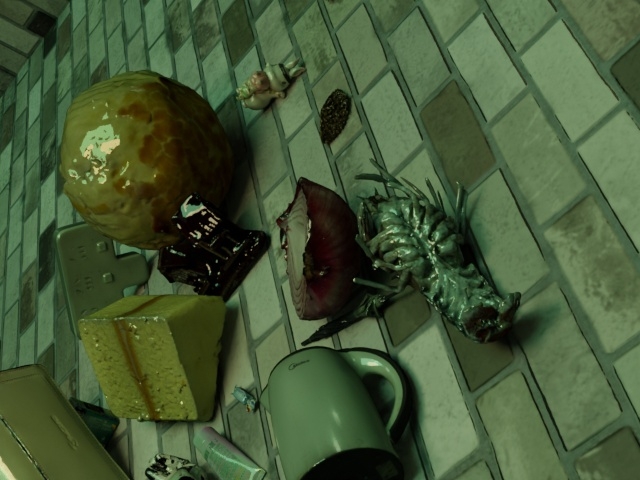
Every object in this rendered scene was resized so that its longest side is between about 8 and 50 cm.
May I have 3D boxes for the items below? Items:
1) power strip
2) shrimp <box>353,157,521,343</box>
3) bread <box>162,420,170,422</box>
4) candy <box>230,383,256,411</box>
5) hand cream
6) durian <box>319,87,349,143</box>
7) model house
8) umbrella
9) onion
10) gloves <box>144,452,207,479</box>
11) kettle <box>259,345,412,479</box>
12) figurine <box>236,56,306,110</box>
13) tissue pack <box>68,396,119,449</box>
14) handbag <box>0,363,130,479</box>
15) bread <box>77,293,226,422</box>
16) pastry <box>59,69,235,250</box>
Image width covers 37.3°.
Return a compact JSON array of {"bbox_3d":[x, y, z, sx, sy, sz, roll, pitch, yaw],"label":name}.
[{"bbox_3d":[-0.487,0.080,2.144,0.059,0.194,0.264,19,121,57],"label":"power strip"},{"bbox_3d":[0.150,0.015,1.391,0.221,0.166,0.410,-29,52,-8],"label":"shrimp"},{"bbox_3d":[-0.300,0.317,1.877,0.049,0.034,0.088,-3,64,39],"label":"bread"},{"bbox_3d":[-0.139,0.283,1.699,0.083,0.020,0.030,20,83,56],"label":"candy"},{"bbox_3d":[-0.161,0.388,1.648,0.174,0.047,0.076,32,94,47],"label":"hand cream"},{"bbox_3d":[0.028,-0.243,1.821,0.066,0.052,0.130,98,-174,-68],"label":"durian"},{"bbox_3d":[-0.232,0.018,1.871,0.203,0.164,0.141,-56,30,15],"label":"model house"},{"bbox_3d":[0.052,0.130,1.545,0.269,0.044,0.044,-39,79,41],"label":"umbrella"},{"bbox_3d":[0.000,0.000,1.598,0.283,0.120,0.227,-120,33,-64],"label":"onion"},{"bbox_3d":[-0.264,0.451,1.692,0.212,0.111,0.127,138,145,-76],"label":"gloves"},{"bbox_3d":[0.034,0.262,1.391,0.221,0.161,0.236,-28,39,2],"label":"kettle"},{"bbox_3d":[-0.107,-0.329,2.002,0.146,0.081,0.098,-29,11,39],"label":"figurine"},{"bbox_3d":[-0.504,0.390,2.030,0.085,0.111,0.079,-61,34,3],"label":"tissue pack"},{"bbox_3d":[-0.567,0.431,1.851,0.358,0.237,0.160,47,107,18],"label":"handbag"},{"bbox_3d":[-0.302,0.228,1.840,0.264,0.198,0.236,-4,104,36],"label":"bread"},{"bbox_3d":[-0.349,-0.167,1.979,0.313,0.388,0.388,-6,58,13],"label":"pastry"}]
